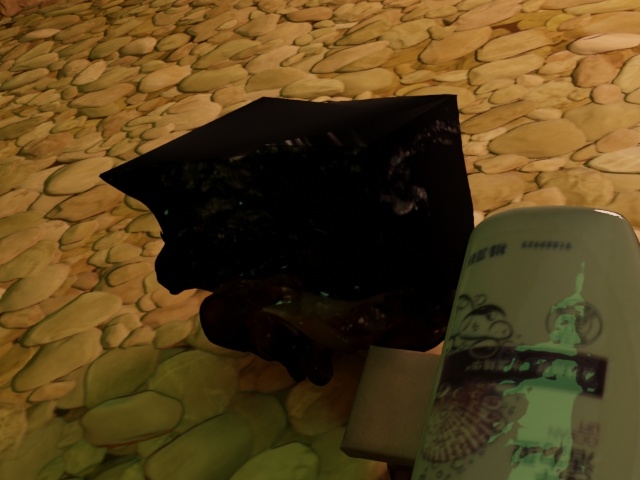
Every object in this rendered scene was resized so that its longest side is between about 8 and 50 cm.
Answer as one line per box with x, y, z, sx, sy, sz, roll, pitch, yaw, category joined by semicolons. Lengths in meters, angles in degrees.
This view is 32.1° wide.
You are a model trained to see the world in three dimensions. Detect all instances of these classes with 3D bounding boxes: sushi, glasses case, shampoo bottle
0.001;0.000;0.863;0.227;0.213;0.215;-4;18;31;sushi
0.112;0.136;0.723;0.193;0.070;0.103;3;62;30;glasses case
0.114;0.137;0.596;0.134;0.078;0.360;-3;48;26;shampoo bottle
